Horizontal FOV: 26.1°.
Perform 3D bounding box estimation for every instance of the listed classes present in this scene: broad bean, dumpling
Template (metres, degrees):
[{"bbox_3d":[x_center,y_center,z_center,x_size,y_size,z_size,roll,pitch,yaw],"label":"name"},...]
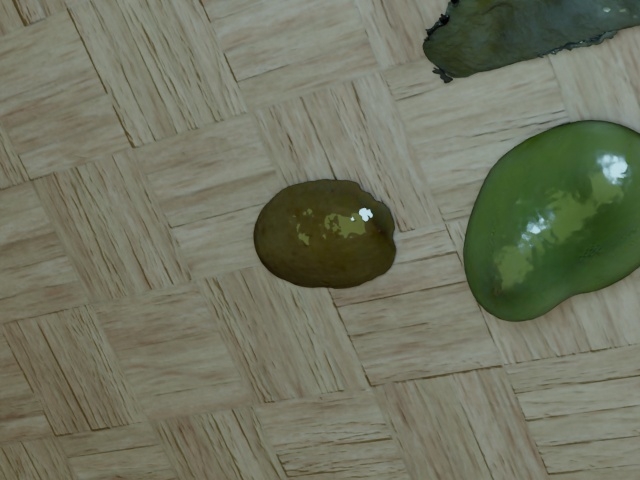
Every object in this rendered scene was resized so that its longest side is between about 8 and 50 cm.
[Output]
[{"bbox_3d":[0.270,-0.027,1.530,0.263,0.121,0.189,-39,87,23],"label":"broad bean"},{"bbox_3d":[0.234,-0.264,1.427,0.332,0.086,0.166,-14,140,34],"label":"dumpling"}]

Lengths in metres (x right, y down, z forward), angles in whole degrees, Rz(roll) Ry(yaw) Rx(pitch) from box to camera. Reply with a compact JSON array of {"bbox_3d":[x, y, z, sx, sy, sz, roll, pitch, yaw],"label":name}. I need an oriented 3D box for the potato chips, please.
[{"bbox_3d":[0.000,0.000,1.728,0.202,0.049,0.150,-6,117,26],"label":"potato chips"}]
